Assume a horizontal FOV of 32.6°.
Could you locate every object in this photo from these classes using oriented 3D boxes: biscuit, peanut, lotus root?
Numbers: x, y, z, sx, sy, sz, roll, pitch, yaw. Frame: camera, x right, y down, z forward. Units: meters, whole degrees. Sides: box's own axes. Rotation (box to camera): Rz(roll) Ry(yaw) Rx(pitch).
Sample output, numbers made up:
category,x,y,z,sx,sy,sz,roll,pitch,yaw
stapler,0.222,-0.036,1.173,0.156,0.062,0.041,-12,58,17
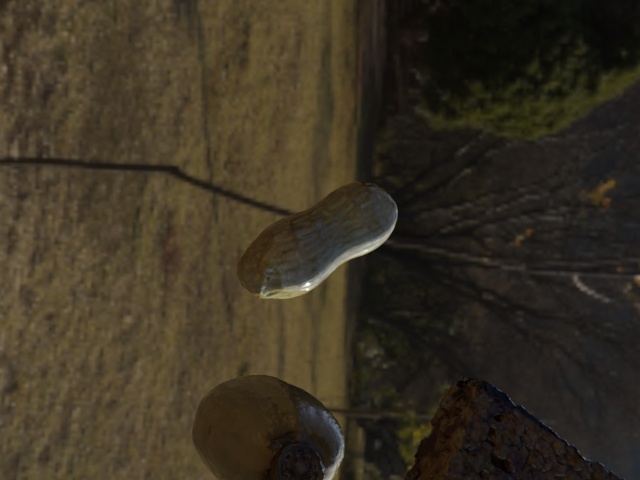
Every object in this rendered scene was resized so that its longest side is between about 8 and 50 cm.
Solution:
category,x,y,z,sx,sy,sz,roll,pitch,yaw
biscuit,0.132,0.142,0.555,0.034,0.199,0.064,-24,-144,60
peanut,0.000,0.000,1.220,0.207,0.087,0.087,-30,137,-26
lotus root,-0.030,0.103,0.585,0.150,0.073,0.062,-173,-95,-71
